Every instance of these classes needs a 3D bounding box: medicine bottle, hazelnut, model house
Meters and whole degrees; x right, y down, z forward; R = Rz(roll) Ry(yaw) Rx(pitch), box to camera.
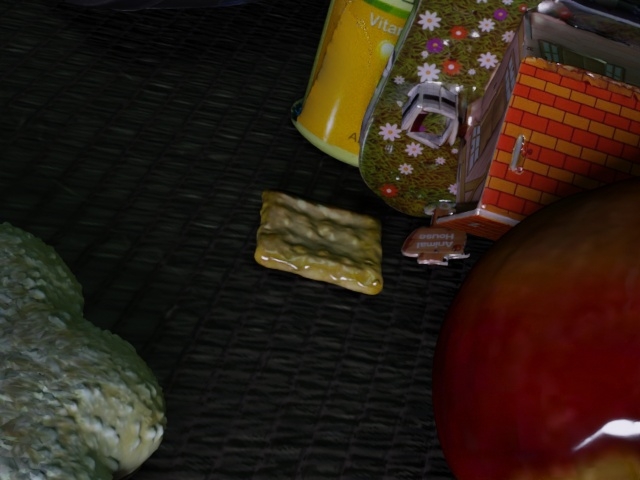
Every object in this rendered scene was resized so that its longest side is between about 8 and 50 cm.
[{"bbox_3d":[0.067,-0.171,0.866,0.124,0.239,0.124,13,34,-9],"label":"medicine bottle"},{"bbox_3d":[0.169,0.066,0.589,0.229,0.229,0.229,15,32,-10],"label":"hazelnut"},{"bbox_3d":[0.171,-0.020,0.752,0.294,0.207,0.154,17,43,-7],"label":"model house"}]

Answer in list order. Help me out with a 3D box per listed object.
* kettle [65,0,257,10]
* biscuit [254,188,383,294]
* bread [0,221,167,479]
[{"bbox_3d":[-0.099,-0.307,1.038,0.321,0.228,0.324,5,11,41],"label":"kettle"},{"bbox_3d":[0.000,0.000,0.774,0.083,0.018,0.081,15,32,-9],"label":"biscuit"},{"bbox_3d":[-0.190,0.047,0.558,0.286,0.056,0.207,28,34,9],"label":"bread"}]
